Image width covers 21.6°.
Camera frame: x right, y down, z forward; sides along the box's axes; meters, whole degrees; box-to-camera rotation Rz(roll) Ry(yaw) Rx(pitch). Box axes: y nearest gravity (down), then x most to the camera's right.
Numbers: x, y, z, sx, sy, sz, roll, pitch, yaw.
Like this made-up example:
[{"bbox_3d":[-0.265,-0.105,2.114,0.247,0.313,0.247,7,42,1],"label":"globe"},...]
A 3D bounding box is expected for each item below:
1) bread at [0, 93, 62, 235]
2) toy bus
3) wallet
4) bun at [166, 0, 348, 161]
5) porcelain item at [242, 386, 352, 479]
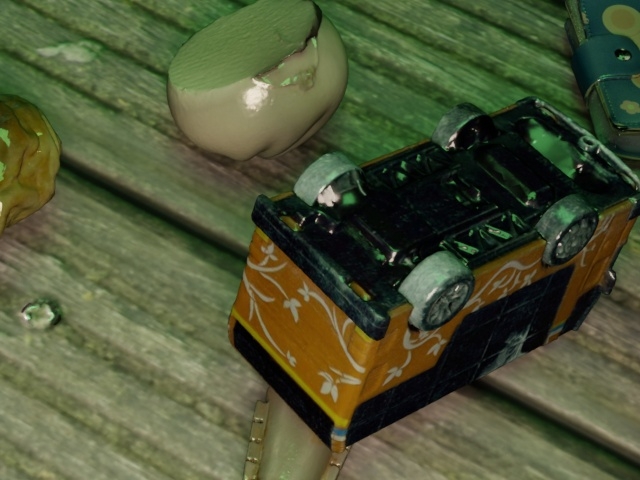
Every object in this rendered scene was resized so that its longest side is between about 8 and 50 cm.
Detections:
[{"bbox_3d":[-0.335,-0.029,1.425,0.152,0.130,0.267,24,51,25],"label":"bread"},{"bbox_3d":[0.096,0.020,1.354,0.323,0.194,0.162,-22,54,-38],"label":"toy bus"},{"bbox_3d":[0.319,-0.162,1.650,0.141,0.059,0.202,2,51,-13],"label":"wallet"},{"bbox_3d":[-0.053,-0.138,1.549,0.173,0.120,0.172,-18,33,12],"label":"bun"},{"bbox_3d":[-0.032,0.209,1.302,0.084,0.054,0.213,12,49,7],"label":"porcelain item"}]
